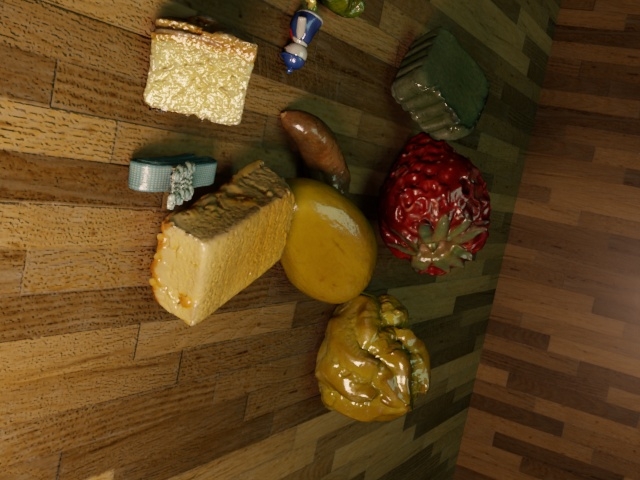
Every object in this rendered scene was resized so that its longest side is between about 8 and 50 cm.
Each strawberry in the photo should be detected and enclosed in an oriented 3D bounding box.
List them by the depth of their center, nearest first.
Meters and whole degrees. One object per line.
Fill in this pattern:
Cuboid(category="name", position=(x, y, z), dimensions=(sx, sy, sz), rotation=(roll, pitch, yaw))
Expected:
Cuboid(category="strawberry", position=(0.268, -0.113, 1.933), dimensions=(0.318, 0.295, 0.344), rotation=(33, 36, -42))

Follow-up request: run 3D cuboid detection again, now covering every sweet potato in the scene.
Cuboid(category="sweet potato", position=(0.005, -0.136, 1.575), dimensions=(0.114, 0.092, 0.341), rotation=(-33, 136, -19))

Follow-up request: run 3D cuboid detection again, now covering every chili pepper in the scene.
Cuboid(category="chili pepper", position=(0.029, -0.479, 1.470), dimensions=(0.204, 0.073, 0.072), rotation=(5, 81, -73))

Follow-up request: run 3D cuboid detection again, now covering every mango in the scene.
Cuboid(category="mango", position=(0.008, -0.001, 1.533), dimensions=(0.142, 0.195, 0.331), rotation=(-105, 176, -45))

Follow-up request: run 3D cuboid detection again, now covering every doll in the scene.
Cuboid(category="doll", position=(-0.035, -0.371, 1.419), dimensions=(0.099, 0.058, 0.142), rotation=(46, 62, -82))

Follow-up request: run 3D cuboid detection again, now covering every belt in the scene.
Cuboid(category="belt", position=(-0.208, -0.100, 1.186), dimensions=(0.179, 0.100, 0.065), rotation=(-22, 126, -60))

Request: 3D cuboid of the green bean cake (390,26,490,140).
Cuboid(category="green bean cake", position=(0.295, -0.367, 1.871), dimensions=(0.227, 0.125, 0.222), rotation=(39, 56, -22))

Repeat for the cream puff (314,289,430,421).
Cuboid(category="cream puff", position=(0.150, 0.288, 1.874), dimensions=(0.324, 0.257, 0.290), rotation=(-6, 112, -61))

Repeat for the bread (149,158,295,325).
Cuboid(category="bread", position=(-0.158, -0.001, 1.274), dimensions=(0.275, 0.114, 0.184), rotation=(-41, 153, -51))

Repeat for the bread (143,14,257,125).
Cuboid(category="bread", position=(-0.172, -0.249, 1.135), dimensions=(0.127, 0.152, 0.147), rotation=(-26, 134, -54))
